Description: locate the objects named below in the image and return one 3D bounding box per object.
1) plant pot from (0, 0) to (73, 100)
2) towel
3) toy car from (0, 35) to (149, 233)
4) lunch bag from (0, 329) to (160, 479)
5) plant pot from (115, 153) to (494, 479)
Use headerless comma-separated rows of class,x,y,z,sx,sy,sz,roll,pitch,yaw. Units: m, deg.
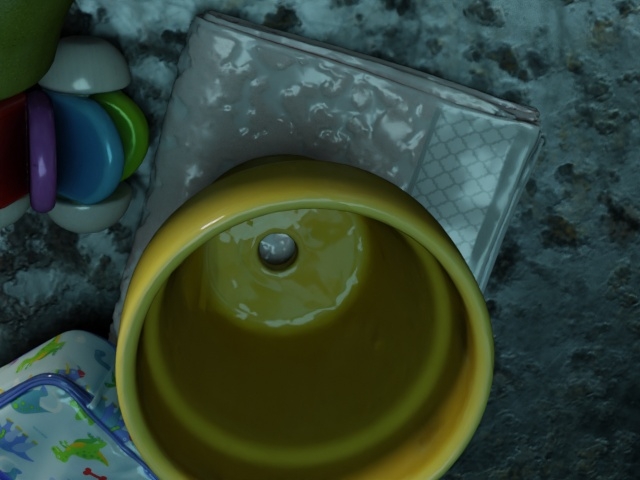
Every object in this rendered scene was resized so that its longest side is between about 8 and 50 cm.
plant pot,-0.262,-0.287,0.703,0.367,0.366,0.353,13,122,-11
towel,0.000,0.000,0.982,0.317,0.053,0.331,14,109,-11
toy car,-0.227,-0.075,0.880,0.182,0.136,0.159,2,112,-7
lunch bag,-0.206,0.197,1.003,0.176,0.090,0.219,-27,114,30
plant pot,-0.021,0.046,0.840,0.254,0.239,0.254,-3,112,-7
